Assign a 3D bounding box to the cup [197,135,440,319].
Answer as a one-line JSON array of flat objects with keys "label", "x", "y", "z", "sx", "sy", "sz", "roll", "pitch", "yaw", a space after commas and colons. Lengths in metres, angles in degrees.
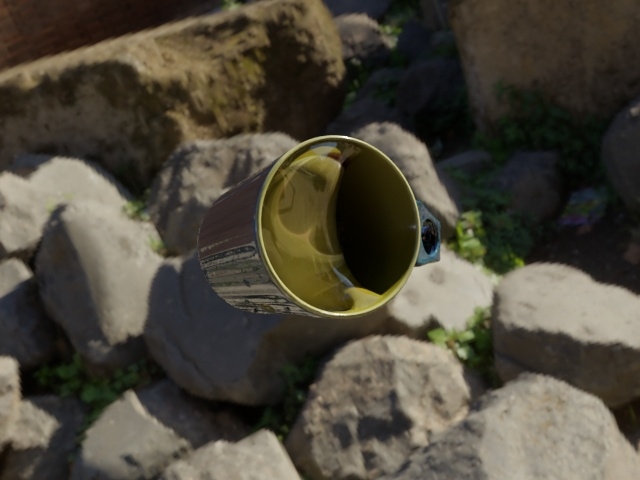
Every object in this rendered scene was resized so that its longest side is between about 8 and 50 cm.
[{"label": "cup", "x": 0.000, "y": 0.000, "z": 0.840, "sx": 0.177, "sy": 0.131, "sz": 0.155, "roll": 7, "pitch": -9, "yaw": -27}]
